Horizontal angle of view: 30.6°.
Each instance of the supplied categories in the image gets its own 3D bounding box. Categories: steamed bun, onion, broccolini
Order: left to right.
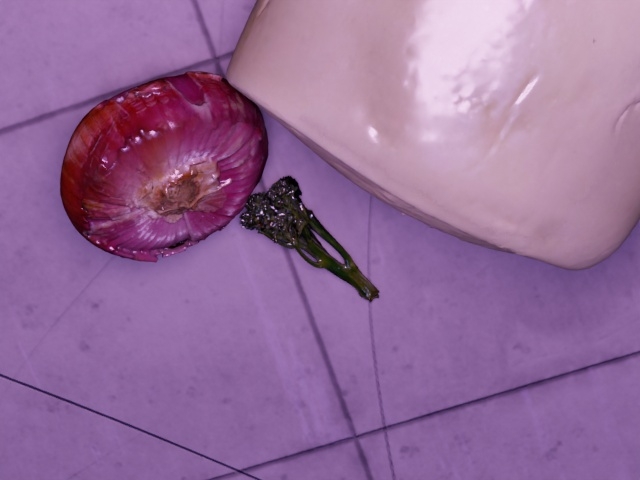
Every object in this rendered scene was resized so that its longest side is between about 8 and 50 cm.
[{"bbox_3d":[-0.170,-0.094,1.236,0.230,0.163,0.230,-18,138,-17],"label":"onion"},{"bbox_3d":[-0.001,0.008,1.323,0.201,0.058,0.074,41,112,-14],"label":"broccolini"},{"bbox_3d":[0.168,-0.186,1.129,0.456,0.290,0.371,25,107,-11],"label":"steamed bun"}]
